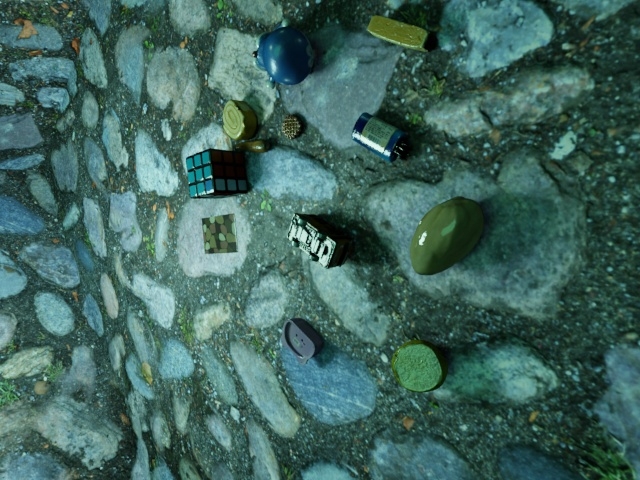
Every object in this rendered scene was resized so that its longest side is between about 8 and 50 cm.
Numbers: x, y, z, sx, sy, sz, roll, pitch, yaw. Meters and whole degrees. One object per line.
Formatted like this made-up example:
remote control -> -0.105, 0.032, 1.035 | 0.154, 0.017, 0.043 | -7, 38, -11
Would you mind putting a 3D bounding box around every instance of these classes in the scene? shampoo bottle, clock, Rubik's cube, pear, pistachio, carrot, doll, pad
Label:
shampoo bottle -> 0.168, -0.274, 1.106 | 0.183, 0.050, 0.087 | 40, 117, 32
clock -> -0.064, 0.338, 1.379 | 0.153, 0.050, 0.109 | 40, 119, 32
Rubik's cube -> -0.386, -0.244, 1.527 | 0.162, 0.163, 0.160 | -6, 91, 38
pear -> 0.258, 0.320, 1.061 | 0.141, 0.104, 0.140 | 0, 91, 18
pistachio -> 0.296, -0.008, 0.980 | 0.136, 0.136, 0.225 | 48, 129, 27
carrot -> -0.251, -0.340, 1.472 | 0.191, 0.047, 0.047 | 13, 103, 41
doll -> -0.119, -0.573, 1.276 | 0.257, 0.161, 0.215 | 46, 137, 47
pad -> -0.419, -0.025, 1.683 | 0.235, 0.003, 0.158 | -3, 93, 42

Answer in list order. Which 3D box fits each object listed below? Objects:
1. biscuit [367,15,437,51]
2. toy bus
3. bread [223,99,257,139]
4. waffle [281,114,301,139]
biscuit -> 0.207, -0.526, 1.041 | 0.188, 0.056, 0.052 | 38, 120, 31
toy bus -> 0.000, 0.000, 1.242 | 0.201, 0.114, 0.098 | 36, 117, 39
bread -> -0.301, -0.435, 1.487 | 0.149, 0.073, 0.122 | 53, 127, 24
waffle -> -0.094, -0.372, 1.342 | 0.083, 0.029, 0.075 | 47, 123, 25
